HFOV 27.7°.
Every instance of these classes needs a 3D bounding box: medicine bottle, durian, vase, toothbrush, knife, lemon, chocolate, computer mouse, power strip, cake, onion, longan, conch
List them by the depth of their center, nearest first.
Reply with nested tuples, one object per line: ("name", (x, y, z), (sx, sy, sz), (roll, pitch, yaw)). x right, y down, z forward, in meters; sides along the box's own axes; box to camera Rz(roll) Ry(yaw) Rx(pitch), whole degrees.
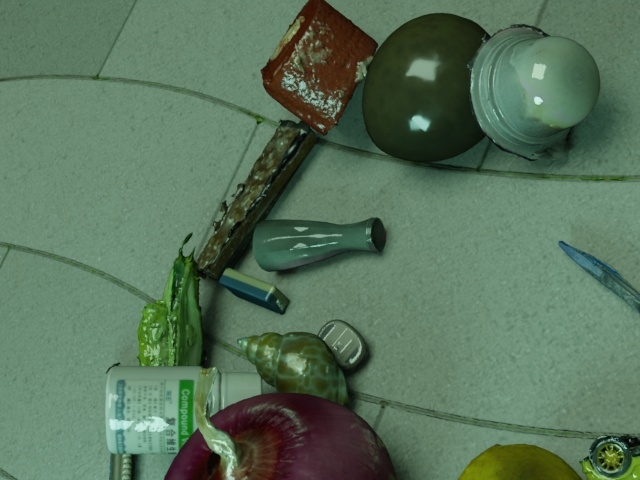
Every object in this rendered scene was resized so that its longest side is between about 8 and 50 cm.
("lemon", (0.254, 0.359, 1.620), (0.188, 0.188, 0.257), (-32, 47, 15))
("toothbrush", (0.455, 0.104, 1.744), (0.413, 0.035, 0.042), (45, 116, 45))
("onion", (-0.086, 0.369, 1.782), (0.358, 0.345, 0.358), (-40, 38, 40))
("chocolate", (0.333, -0.219, 1.904), (0.221, 0.221, 0.147), (-58, 23, -10))
("conch", (-0.028, 0.201, 1.958), (0.116, 0.106, 0.173), (-31, 79, 49))
("medicine bottle", (-0.207, 0.260, 1.991), (0.236, 0.139, 0.139), (2, 56, -5))
("computer mouse", (0.035, 0.163, 2.007), (0.066, 0.039, 0.096), (-49, 54, 0))
("longan", (0.174, -0.238, 2.048), (0.248, 0.248, 0.248), (-18, 53, 26))
("vase", (0.000, 0.000, 2.113), (0.214, 0.086, 0.086), (-6, 59, 28))
("knife", (-0.328, 0.370, 2.137), (0.089, 0.043, 0.365), (-50, 37, 48))
("durian", (-0.243, 0.164, 2.141), (0.106, 0.132, 0.375), (-13, 71, 28))
("power strip", (-0.108, 0.084, 2.149), (0.123, 0.056, 0.032), (19, 74, 41))
("cake", (0.000, -0.300, 2.183), (0.177, 0.151, 0.283), (-51, 11, 12))
("chocolate", (-0.113, -0.067, 2.250), (0.329, 0.065, 0.102), (-57, 32, -10))

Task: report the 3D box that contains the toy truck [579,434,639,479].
("toy truck", (0.463, 0.288, 1.562), (0.272, 0.124, 0.157), (-19, 75, 23))
